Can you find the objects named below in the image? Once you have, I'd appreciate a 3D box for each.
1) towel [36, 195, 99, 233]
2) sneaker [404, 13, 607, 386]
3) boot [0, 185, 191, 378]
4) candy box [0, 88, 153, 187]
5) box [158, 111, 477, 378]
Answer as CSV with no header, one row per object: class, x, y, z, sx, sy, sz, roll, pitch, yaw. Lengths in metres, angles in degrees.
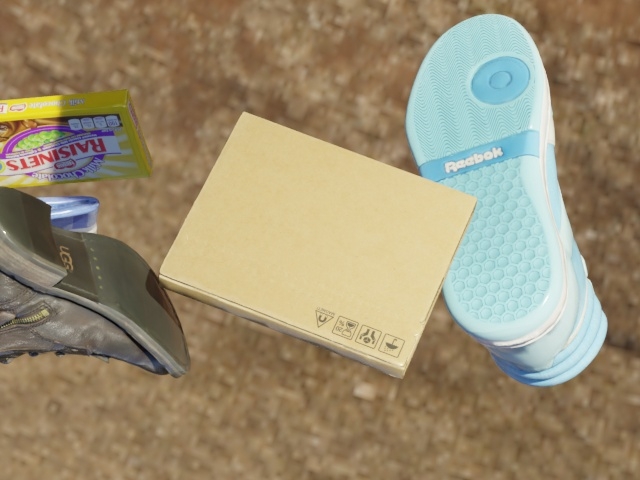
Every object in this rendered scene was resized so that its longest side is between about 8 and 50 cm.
towel,-0.332,0.018,1.992,0.209,0.034,0.285,-4,163,-12
sneaker,0.163,-0.020,1.678,0.127,0.319,0.208,-11,149,17
boot,-0.254,0.077,1.509,0.229,0.091,0.263,-35,132,21
candy box,-0.269,-0.091,1.848,0.206,0.027,0.105,-5,144,8
box,0.000,0.000,1.502,0.201,0.164,0.021,21,151,10
